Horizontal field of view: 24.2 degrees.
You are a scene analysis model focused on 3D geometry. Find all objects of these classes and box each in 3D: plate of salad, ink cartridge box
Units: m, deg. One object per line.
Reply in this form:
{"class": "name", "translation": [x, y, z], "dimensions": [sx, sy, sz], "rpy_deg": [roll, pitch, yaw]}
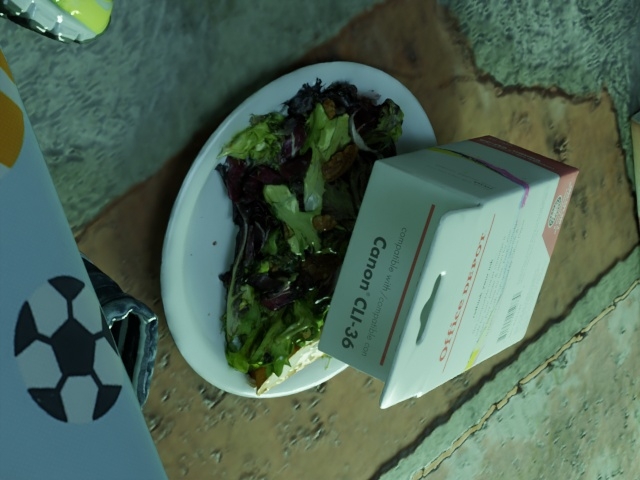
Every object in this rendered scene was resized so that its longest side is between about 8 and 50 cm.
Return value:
{"class": "plate of salad", "translation": [0.000, 0.000, 0.830], "dimensions": [0.200, 0.048, 0.200], "rpy_deg": [-18, 121, -33]}
{"class": "ink cartridge box", "translation": [0.066, 0.012, 0.824], "dimensions": [0.198, 0.067, 0.115], "rpy_deg": [-16, 126, -61]}

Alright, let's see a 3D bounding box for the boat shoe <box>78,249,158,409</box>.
{"class": "boat shoe", "translation": [-0.142, 0.097, 0.727], "dimensions": [0.065, 0.083, 0.183], "rpy_deg": [14, 101, -44]}

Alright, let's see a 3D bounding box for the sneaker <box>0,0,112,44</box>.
{"class": "sneaker", "translation": [-0.145, -0.160, 0.603], "dimensions": [0.094, 0.081, 0.208], "rpy_deg": [-55, 134, -9]}

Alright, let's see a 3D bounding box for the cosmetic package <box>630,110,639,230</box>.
{"class": "cosmetic package", "translation": [0.322, 0.033, 1.057], "dimensions": [0.129, 0.153, 0.296], "rpy_deg": [-31, 126, -24]}

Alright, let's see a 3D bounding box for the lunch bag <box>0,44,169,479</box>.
{"class": "lunch bag", "translation": [-0.268, 0.087, 0.442], "dimensions": [0.385, 0.239, 0.328], "rpy_deg": [-25, 95, -38]}
